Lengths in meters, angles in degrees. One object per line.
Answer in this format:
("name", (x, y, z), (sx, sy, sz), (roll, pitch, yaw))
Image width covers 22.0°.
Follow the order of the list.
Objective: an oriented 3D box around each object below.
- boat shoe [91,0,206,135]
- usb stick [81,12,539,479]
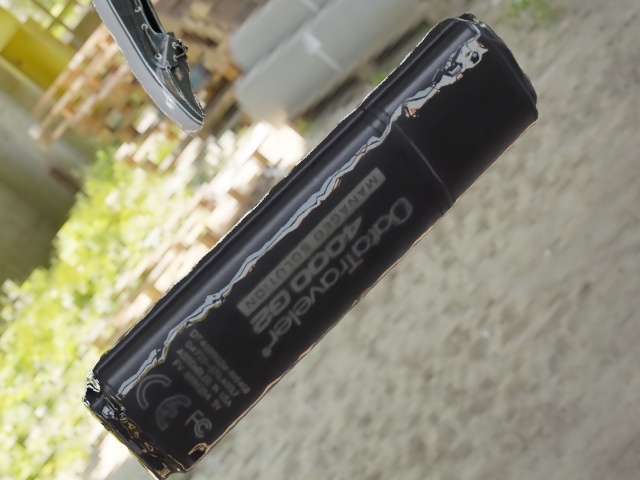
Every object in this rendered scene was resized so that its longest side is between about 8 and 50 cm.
("boat shoe", (-0.125, -0.145, 1.257), (0.040, 0.142, 0.049), (-36, -11, 13))
("usb stick", (0.000, 0.000, 0.814), (0.278, 0.077, 0.045), (-45, 27, -12))
